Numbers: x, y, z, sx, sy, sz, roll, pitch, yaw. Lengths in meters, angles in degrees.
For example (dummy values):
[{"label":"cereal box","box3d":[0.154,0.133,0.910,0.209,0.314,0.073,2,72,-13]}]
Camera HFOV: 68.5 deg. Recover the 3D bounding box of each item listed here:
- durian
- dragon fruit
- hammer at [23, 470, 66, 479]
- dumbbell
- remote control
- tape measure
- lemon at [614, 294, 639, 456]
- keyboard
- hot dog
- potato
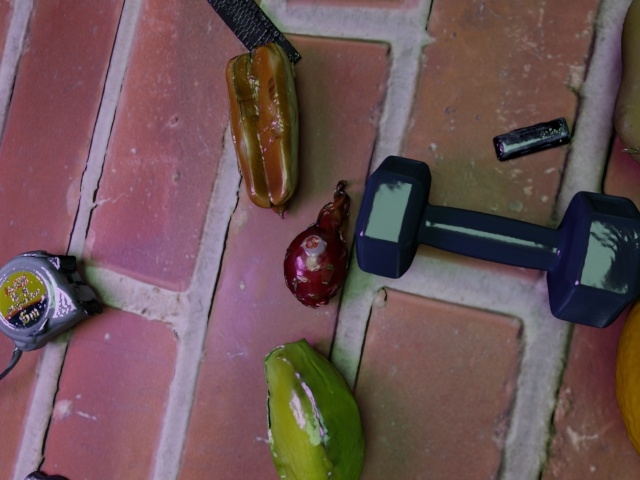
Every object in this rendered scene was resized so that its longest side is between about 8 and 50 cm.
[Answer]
[{"label":"durian","box3d":[-0.006,0.259,0.635,0.139,0.101,0.250,-28,77,47]},{"label":"dragon fruit","box3d":[0.000,0.000,0.658,0.094,0.094,0.191,12,84,15]},{"label":"hammer","box3d":[-0.446,0.510,0.762,0.102,0.029,0.247,7,89,15]},{"label":"dumbbell","box3d":[0.206,-0.005,0.575,0.316,0.143,0.157,13,89,16]},{"label":"remote control","box3d":[0.284,-0.137,0.632,0.096,0.014,0.039,-14,82,12]},{"label":"tape measure","box3d":[-0.526,0.140,0.780,0.330,0.084,0.164,-30,77,9]},{"label":"lemon","box3d":[0.427,0.134,0.454,0.245,0.245,0.320,0,80,14]},{"label":"keyboard","box3d":[-0.109,-0.342,0.748,0.060,0.018,0.196,-41,77,11]},{"label":"hot dog","box3d":[-0.080,-0.165,0.696,0.109,0.072,0.270,-8,86,22]},{"label":"potato","box3d":[0.425,-0.194,0.538,0.169,0.143,0.249,6,81,-23]}]
